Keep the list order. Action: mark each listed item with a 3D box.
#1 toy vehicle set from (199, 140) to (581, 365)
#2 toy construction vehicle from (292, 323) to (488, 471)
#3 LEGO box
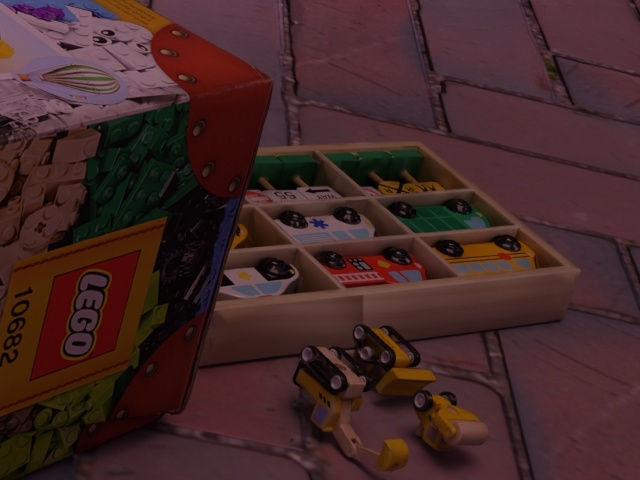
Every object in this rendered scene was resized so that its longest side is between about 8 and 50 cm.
[{"bbox_3d":[0.000,0.000,1.095,0.267,0.035,0.166,-5,33,-38],"label":"toy vehicle set"},{"bbox_3d":[0.030,0.082,0.964,0.086,0.035,0.098,4,29,-48],"label":"toy construction vehicle"},{"bbox_3d":[-0.338,-0.068,0.847,0.500,0.193,0.372,31,30,27],"label":"LEGO box"}]
